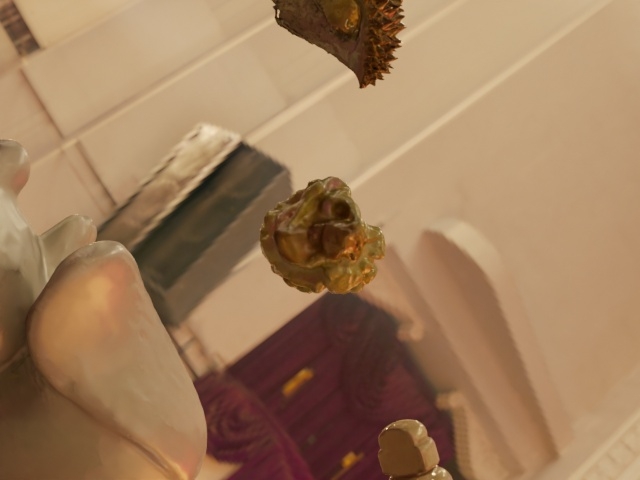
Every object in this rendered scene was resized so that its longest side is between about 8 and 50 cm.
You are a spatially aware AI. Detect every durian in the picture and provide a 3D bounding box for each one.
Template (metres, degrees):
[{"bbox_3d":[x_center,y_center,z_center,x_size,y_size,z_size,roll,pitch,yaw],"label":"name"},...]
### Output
[{"bbox_3d":[0.006,-0.367,1.770,0.306,0.172,0.166,35,-75,7],"label":"durian"}]

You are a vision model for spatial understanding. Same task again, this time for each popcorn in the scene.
[{"bbox_3d":[0.000,0.000,1.375,0.145,0.125,0.126,42,-20,40],"label":"popcorn"}]

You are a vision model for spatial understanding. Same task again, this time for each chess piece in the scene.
[{"bbox_3d":[0.159,0.436,1.647,0.117,0.117,0.397,-9,-82,59],"label":"chess piece"}]

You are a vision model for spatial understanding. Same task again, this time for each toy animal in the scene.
[{"bbox_3d":[-0.202,0.083,0.834,0.289,0.174,0.249,22,-60,-13],"label":"toy animal"}]
